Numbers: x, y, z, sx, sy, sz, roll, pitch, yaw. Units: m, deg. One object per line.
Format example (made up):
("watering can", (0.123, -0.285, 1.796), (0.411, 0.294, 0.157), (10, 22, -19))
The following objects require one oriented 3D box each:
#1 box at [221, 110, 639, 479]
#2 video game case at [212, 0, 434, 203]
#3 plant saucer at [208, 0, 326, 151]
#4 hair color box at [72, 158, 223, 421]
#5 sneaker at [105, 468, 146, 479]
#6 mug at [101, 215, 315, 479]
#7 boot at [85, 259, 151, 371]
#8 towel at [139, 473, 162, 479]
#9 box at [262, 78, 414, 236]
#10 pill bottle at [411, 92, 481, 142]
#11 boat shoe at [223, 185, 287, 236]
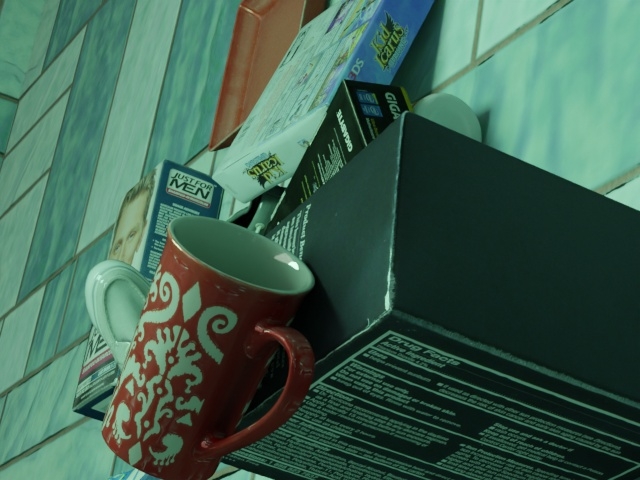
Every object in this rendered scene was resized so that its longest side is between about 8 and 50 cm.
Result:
("box", (0.106, 0.083, 1.274), (0.294, 0.296, 0.182), (-39, 37, 50))
("video game case", (0.011, -0.189, 1.910), (0.244, 0.061, 0.269), (-29, 27, 52))
("plant saucer", (-0.063, -0.270, 2.292), (0.259, 0.048, 0.258), (-34, 42, 56))
("hair color box", (-0.245, 0.078, 2.335), (0.174, 0.105, 0.347), (-34, 41, 55))
("sneaker", (-0.290, 0.357, 2.168), (0.240, 0.126, 0.091), (-56, 26, 31))
("mug", (-0.085, 0.089, 1.174), (0.169, 0.113, 0.150), (-65, 21, 18))
("boot", (-0.208, 0.148, 2.074), (0.095, 0.258, 0.123), (-31, 25, -15))
("towel", (-0.183, 0.300, 1.861), (0.067, 0.029, 0.119), (-52, 24, -17))
("box", (0.042, 0.040, 1.621), (0.257, 0.079, 0.322), (117, 148, -40))
("pill bottle", (0.096, -0.095, 1.724), (0.152, 0.086, 0.086), (-23, 50, 60))
("boat shoe", (-0.125, 0.010, 2.060), (0.319, 0.099, 0.116), (-28, 48, 42))
